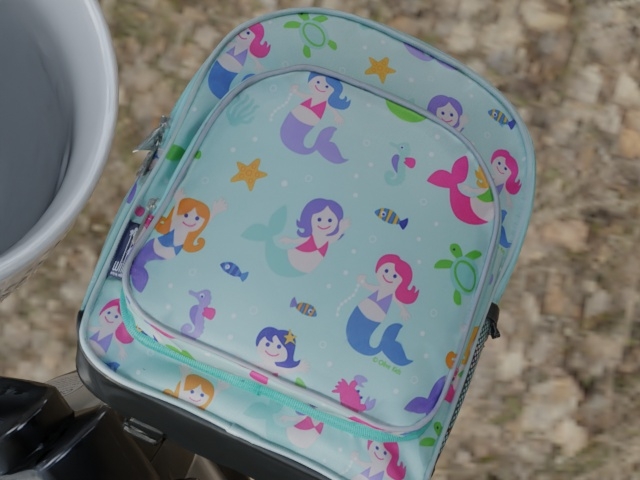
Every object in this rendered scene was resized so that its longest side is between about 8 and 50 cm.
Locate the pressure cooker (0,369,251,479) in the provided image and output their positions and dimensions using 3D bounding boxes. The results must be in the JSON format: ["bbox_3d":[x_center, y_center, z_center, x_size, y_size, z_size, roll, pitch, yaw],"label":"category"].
[{"bbox_3d":[-0.195,0.277,1.234,0.370,0.375,0.420,-32,101,1],"label":"pressure cooker"}]

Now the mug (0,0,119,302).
[{"bbox_3d":[-0.326,-0.106,1.271,0.374,0.276,0.328,57,160,1],"label":"mug"}]

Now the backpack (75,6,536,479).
[{"bbox_3d":[0.000,0.000,1.028,0.191,0.225,0.253,121,174,-69],"label":"backpack"}]
